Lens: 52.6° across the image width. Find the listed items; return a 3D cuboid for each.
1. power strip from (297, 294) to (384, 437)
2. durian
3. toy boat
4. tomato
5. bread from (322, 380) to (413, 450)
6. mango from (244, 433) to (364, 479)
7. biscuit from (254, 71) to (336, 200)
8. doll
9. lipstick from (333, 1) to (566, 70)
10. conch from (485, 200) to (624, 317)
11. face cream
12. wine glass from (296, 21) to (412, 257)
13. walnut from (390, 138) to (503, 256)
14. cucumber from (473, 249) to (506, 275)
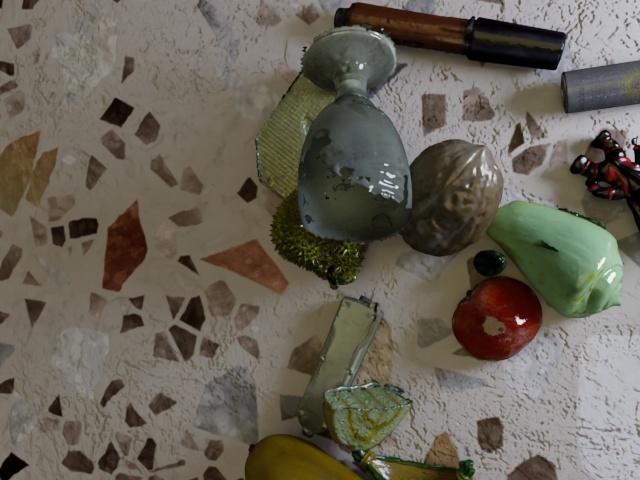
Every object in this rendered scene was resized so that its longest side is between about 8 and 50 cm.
[{"bbox_3d":[0.033,0.237,1.213,0.080,0.048,0.285,23,93,17],"label":"power strip"},{"bbox_3d":[0.006,-0.011,1.189,0.198,0.146,0.159,34,80,9],"label":"durian"},{"bbox_3d":[0.162,0.414,1.146,0.230,0.089,0.088,-2,102,26],"label":"toy boat"},{"bbox_3d":[0.306,0.136,1.123,0.159,0.091,0.139,-45,79,7],"label":"tomato"},{"bbox_3d":[0.080,0.322,1.155,0.156,0.103,0.110,-1,99,-16],"label":"bread"},{"bbox_3d":[0.014,0.454,1.134,0.332,0.195,0.142,25,70,12],"label":"mango"},{"bbox_3d":[-0.034,-0.204,1.254,0.147,0.046,0.250,37,96,13],"label":"biscuit"},{"bbox_3d":[0.546,-0.082,1.078,0.249,0.088,0.127,38,118,23],"label":"doll"},{"bbox_3d":[0.226,-0.376,1.178,0.419,0.077,0.077,14,91,17],"label":"lipstick"},{"bbox_3d":[0.410,0.018,1.100,0.143,0.137,0.250,-52,54,34],"label":"conch"},{"bbox_3d":[0.554,-0.268,1.085,0.284,0.073,0.073,-6,86,14],"label":"face cream"},{"bbox_3d":[0.054,-0.170,1.078,0.191,0.190,0.357,-6,64,15],"label":"wine glass"},{"bbox_3d":[0.218,-0.075,1.105,0.178,0.178,0.230,44,132,13],"label":"walnut"},{"bbox_3d":[0.297,0.040,1.127,0.048,0.105,0.048,0,89,4],"label":"cucumber"}]
